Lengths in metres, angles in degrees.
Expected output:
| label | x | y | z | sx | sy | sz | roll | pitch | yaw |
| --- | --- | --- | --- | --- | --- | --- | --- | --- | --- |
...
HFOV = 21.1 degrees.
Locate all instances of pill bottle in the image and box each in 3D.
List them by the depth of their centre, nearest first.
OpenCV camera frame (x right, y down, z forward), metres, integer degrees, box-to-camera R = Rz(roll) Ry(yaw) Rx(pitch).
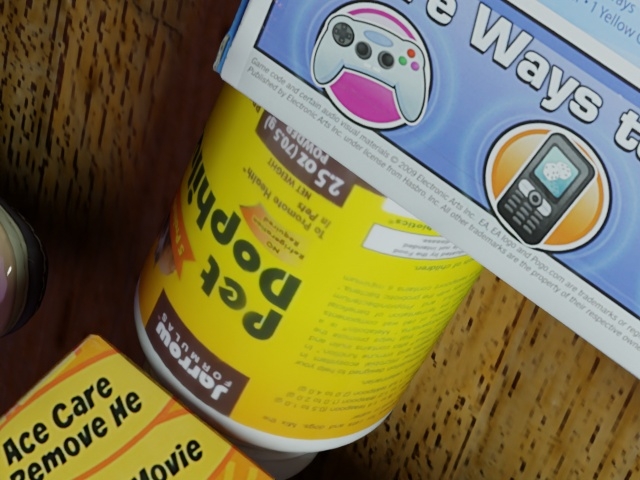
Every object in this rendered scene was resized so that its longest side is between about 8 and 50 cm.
| label | x | y | z | sx | sy | sz | roll | pitch | yaw |
| --- | --- | --- | --- | --- | --- | --- | --- | --- | --- |
| pill bottle | 0.000 | 0.000 | 0.658 | 0.117 | 0.117 | 0.215 | 39 | 133 | 13 |

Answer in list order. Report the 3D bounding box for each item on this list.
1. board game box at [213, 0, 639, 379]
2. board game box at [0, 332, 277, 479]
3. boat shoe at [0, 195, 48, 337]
| label | x | y | z | sx | sy | sz | roll | pitch | yaw |
| --- | --- | --- | --- | --- | --- | --- | --- | --- | --- |
| board game box | 0.161 | -0.084 | 0.380 | 0.308 | 0.086 | 0.302 | 37 | 126 | 15 |
| board game box | -0.081 | 0.334 | 0.684 | 0.356 | 0.356 | 0.356 | 37 | 153 | 14 |
| boat shoe | -0.230 | -0.026 | 0.843 | 0.285 | 0.092 | 0.103 | 18 | 106 | 32 |
